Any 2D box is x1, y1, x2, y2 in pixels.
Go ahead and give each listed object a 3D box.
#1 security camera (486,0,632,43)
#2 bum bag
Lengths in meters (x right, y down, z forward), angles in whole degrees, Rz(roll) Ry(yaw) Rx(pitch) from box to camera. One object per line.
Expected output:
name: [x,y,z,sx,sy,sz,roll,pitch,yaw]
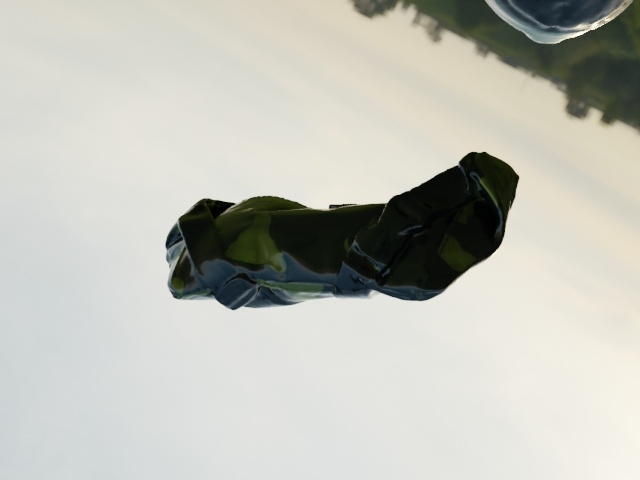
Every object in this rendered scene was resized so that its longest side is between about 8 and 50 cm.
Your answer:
security camera: [0.206,-0.306,1.054,0.197,0.277,0.191,6,-154,-8]
bum bag: [0.000,0.000,0.745,0.232,0.060,0.107,-7,-150,31]
